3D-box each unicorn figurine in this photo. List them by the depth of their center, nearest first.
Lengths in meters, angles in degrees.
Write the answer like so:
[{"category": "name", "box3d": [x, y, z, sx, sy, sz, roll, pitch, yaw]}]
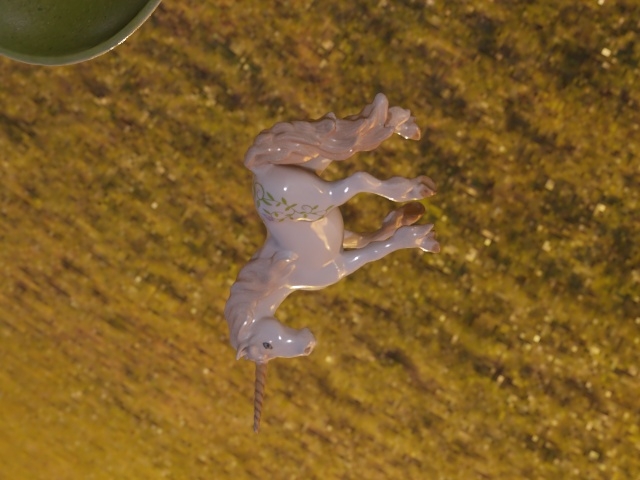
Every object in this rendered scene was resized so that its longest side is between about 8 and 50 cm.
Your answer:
[{"category": "unicorn figurine", "box3d": [0.000, 0.000, 0.560, 0.060, 0.111, 0.162, -109, 5, -54]}]

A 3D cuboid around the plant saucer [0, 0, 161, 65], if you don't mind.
[{"category": "plant saucer", "box3d": [-0.101, -0.176, 0.369, 0.241, 0.037, 0.241, 25, 128, 36]}]
